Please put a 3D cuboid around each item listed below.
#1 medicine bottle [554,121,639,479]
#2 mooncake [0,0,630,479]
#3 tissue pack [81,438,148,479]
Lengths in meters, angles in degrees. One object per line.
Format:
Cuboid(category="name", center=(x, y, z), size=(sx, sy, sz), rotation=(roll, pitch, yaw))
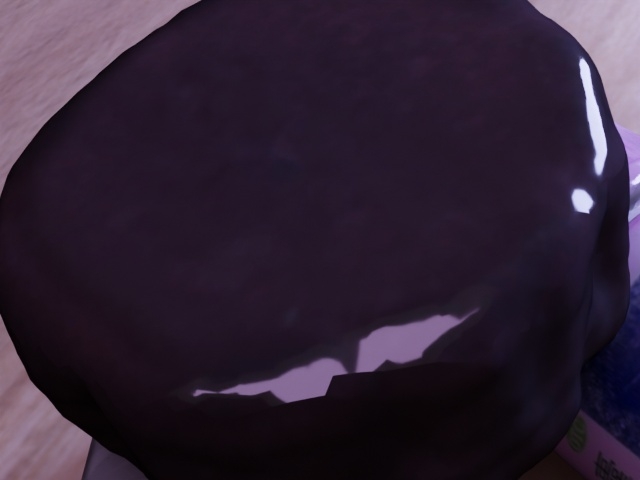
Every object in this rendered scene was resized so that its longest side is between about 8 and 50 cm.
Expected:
Cuboid(category="medicine bottle", center=(0.211, 0.072, 0.558), size=(0.178, 0.178, 0.290), rotation=(-37, 53, -16))
Cuboid(category="mooncake", center=(0.000, 0.000, 0.496), size=(0.283, 0.141, 0.283), rotation=(-7, 49, 8))
Cuboid(category="tissue pack", center=(-0.035, 0.135, 0.580), size=(0.145, 0.159, 0.229), rotation=(-2, 50, 12))
